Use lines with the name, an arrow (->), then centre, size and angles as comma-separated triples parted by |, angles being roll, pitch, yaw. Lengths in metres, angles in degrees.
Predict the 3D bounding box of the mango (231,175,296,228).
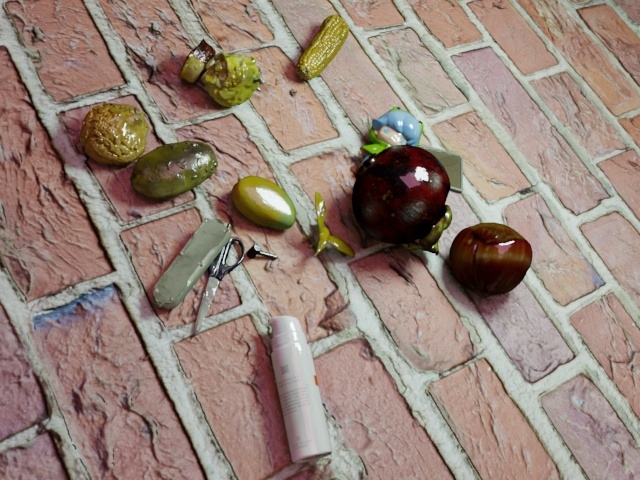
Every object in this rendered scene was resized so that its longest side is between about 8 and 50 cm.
mango -> -0.152, -0.102, 1.749 | 0.195, 0.092, 0.130 | 39, 56, 0

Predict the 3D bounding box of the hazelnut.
hazelnut -> 0.482, 0.057, 1.820 | 0.229, 0.229, 0.229 | 8, 60, -14

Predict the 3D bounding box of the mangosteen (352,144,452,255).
mangosteen -> 0.231, -0.115, 1.780 | 0.311, 0.311, 0.311 | 8, 60, -14

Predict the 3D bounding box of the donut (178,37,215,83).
donut -> -0.367, -0.530, 1.898 | 0.059, 0.140, 0.140 | 35, 56, -10

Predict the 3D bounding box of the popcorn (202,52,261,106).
popcorn -> -0.254, -0.478, 1.880 | 0.173, 0.173, 0.142 | -10, 41, -23

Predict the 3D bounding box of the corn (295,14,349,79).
corn -> 0.007, -0.631, 2.100 | 0.102, 0.102, 0.313 | 28, 59, -2

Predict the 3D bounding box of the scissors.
scissors -> -0.275, 0.111, 1.631 | 0.109, 0.022, 0.300 | 17, 59, -5

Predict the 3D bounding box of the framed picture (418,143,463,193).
framed picture -> 0.364, -0.239, 2.044 | 0.203, 0.015, 0.150 | 14, 58, -10

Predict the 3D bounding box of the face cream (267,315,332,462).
face cream -> -0.056, 0.346, 1.525 | 0.102, 0.102, 0.345 | -3, 64, -20

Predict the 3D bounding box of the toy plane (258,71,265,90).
toy plane -> -0.212, -0.502, 1.989 | 0.083, 0.033, 0.080 | -26, 87, -28

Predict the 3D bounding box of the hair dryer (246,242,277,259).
hair dryer -> -0.151, 0.036, 1.705 | 0.083, 0.047, 0.026 | 19, 56, -25

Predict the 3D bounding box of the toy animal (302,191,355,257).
toy animal -> 0.000, 0.000, 1.745 | 0.219, 0.095, 0.155 | 52, 53, -23

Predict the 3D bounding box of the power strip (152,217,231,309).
power strip -> -0.327, 0.060, 1.611 | 0.080, 0.048, 0.286 | 26, 61, 12

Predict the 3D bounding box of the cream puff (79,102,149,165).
cream puff -> -0.547, -0.293, 1.705 | 0.189, 0.129, 0.189 | 7, 63, -15

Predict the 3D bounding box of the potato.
potato -> -0.394, -0.192, 1.706 | 0.251, 0.113, 0.149 | -18, 68, -27

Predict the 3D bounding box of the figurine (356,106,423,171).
figurine -> 0.209, -0.295, 1.960 | 0.162, 0.143, 0.263 | 33, 74, 9
